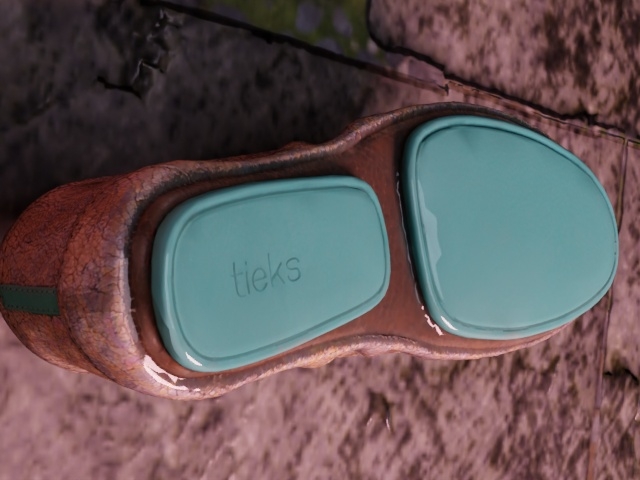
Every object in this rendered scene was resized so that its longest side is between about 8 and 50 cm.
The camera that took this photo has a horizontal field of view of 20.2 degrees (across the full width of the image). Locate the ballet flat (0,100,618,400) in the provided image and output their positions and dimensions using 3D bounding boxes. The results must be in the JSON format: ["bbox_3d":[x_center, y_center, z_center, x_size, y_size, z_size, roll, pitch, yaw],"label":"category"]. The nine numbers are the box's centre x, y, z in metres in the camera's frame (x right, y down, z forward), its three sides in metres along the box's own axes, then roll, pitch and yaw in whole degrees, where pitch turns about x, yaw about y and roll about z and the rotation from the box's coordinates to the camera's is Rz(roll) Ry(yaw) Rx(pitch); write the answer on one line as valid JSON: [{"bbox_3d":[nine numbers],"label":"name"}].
[{"bbox_3d":[0.000,0.000,0.704,0.316,0.106,0.108,-1,87,-52],"label":"ballet flat"}]
